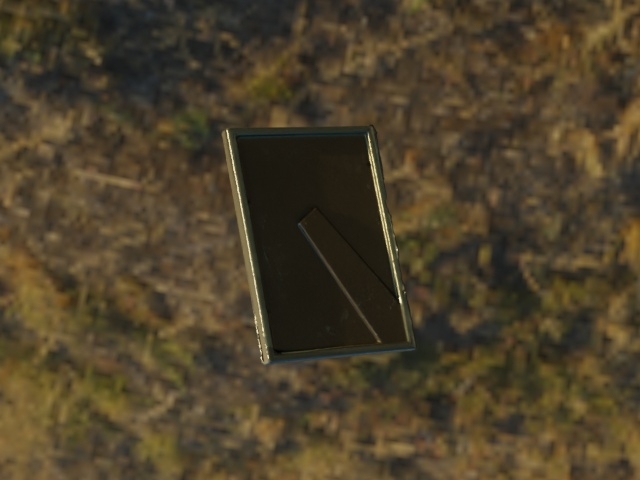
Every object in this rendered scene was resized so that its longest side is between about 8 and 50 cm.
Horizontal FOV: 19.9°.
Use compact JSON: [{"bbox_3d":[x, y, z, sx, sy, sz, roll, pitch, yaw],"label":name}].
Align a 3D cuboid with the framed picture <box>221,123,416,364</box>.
[{"bbox_3d":[0.000,0.000,1.128,0.109,0.149,0.011,-3,166,-31],"label":"framed picture"}]
